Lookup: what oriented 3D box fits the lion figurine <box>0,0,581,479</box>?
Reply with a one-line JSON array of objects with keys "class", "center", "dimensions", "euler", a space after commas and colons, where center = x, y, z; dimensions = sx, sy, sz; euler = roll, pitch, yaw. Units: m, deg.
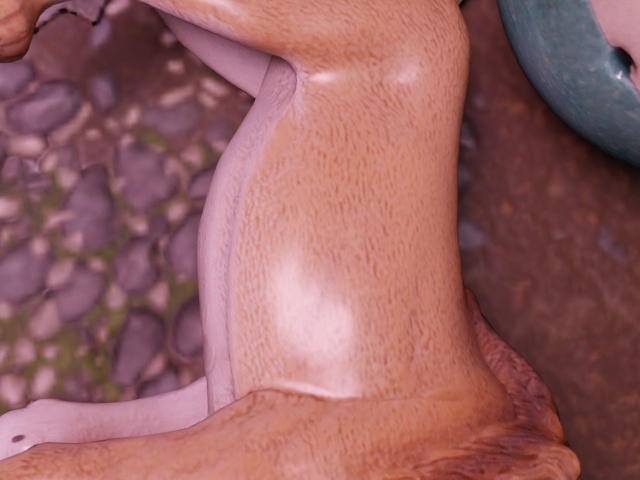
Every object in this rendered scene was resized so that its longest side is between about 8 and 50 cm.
[{"class": "lion figurine", "center": [0.000, 0.000, 0.410], "dimensions": [0.240, 0.142, 0.392], "euler": [0, 88, -11]}]

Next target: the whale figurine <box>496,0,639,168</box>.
[{"class": "whale figurine", "center": [0.177, -0.138, 0.459], "dimensions": [0.272, 0.141, 0.216], "euler": [-45, 108, -30]}]

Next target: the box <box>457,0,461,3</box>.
[{"class": "box", "center": [0.052, -0.217, 0.478], "dimensions": [0.164, 0.021, 0.201], "euler": [42, 84, -7]}]
